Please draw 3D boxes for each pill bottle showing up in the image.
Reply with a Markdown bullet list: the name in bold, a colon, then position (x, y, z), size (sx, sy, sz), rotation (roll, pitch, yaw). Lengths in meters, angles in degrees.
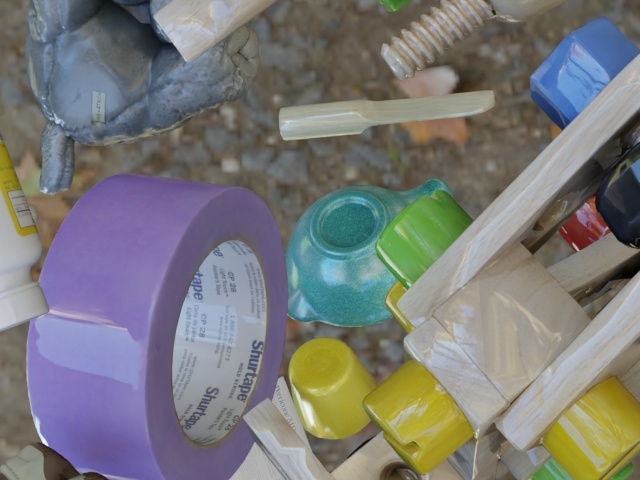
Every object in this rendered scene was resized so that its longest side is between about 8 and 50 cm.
- **pill bottle**: position (-0.179, -0.010, 0.847), size (0.065, 0.116, 0.065), rotation (-21, 179, 0)

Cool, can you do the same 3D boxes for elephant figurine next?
- **elephant figurine**: position (-0.099, -0.171, 1.105), size (0.186, 0.239, 0.169), rotation (-11, 117, 15)

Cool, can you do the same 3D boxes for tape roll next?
- **tape roll**: position (-0.094, 0.056, 1.018), size (0.080, 0.189, 0.189), rotation (7, 148, 23)

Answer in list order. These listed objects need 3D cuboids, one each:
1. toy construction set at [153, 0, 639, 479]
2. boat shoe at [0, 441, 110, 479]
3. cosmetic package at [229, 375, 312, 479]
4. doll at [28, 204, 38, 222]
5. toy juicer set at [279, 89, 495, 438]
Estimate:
- **toy construction set**: position (0.043, 0.026, 0.639), size (0.237, 0.257, 0.309), rotation (-36, 98, -1)
- **boat shoe**: position (-0.132, 0.171, 0.826), size (0.095, 0.095, 0.257), rotation (57, 163, -10)
- **cosmetic package**: position (-0.035, 0.232, 1.263), size (0.099, 0.239, 0.060), rotation (-19, 174, -22)
- **doll**: position (-0.260, -0.041, 1.186), size (0.129, 0.189, 0.046), rotation (27, 119, -22)
- **toy juicer set**: position (0.000, 0.000, 1.409), size (0.209, 0.329, 0.089), rotation (14, 151, 24)
